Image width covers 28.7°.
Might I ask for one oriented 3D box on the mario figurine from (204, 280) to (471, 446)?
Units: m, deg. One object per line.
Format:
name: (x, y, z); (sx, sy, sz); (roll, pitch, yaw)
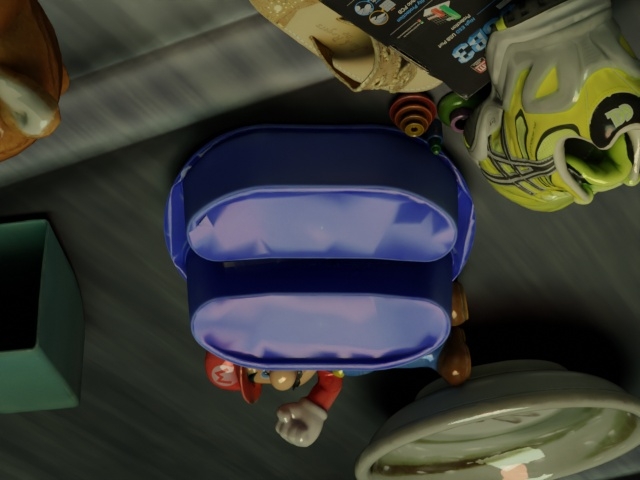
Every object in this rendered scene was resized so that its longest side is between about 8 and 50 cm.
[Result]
mario figurine: (0.021, 0.139, 1.499); (0.320, 0.198, 0.170); (-7, 168, 0)

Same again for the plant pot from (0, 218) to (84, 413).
plant pot: (-0.371, 0.112, 1.487); (0.165, 0.166, 0.234); (-6, 149, 6)

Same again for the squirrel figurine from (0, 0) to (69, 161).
squirrel figurine: (-0.258, -0.251, 0.884); (0.397, 0.281, 0.370); (-30, 105, -5)

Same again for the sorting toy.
sorting toy: (0.122, -0.120, 1.291); (0.102, 0.042, 0.061); (1, 141, -3)

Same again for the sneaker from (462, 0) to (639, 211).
sneaker: (0.225, -0.089, 1.182); (0.145, 0.147, 0.385); (-24, 160, 2)

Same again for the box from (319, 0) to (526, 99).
box: (0.124, -0.286, 1.060); (0.293, 0.073, 0.295); (27, 134, -31)

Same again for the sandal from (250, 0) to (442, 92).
sandal: (0.026, -0.177, 1.189); (0.240, 0.079, 0.088); (28, 133, -31)

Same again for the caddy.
caddy: (0.000, 0.000, 1.341); (0.341, 0.179, 0.241); (1, 118, -1)

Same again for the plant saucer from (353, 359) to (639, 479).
plant saucer: (0.237, 0.241, 1.661); (0.400, 0.101, 0.400); (-7, 155, -3)
